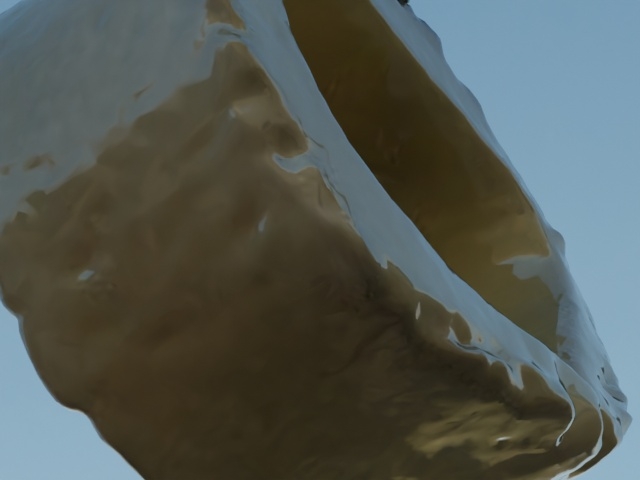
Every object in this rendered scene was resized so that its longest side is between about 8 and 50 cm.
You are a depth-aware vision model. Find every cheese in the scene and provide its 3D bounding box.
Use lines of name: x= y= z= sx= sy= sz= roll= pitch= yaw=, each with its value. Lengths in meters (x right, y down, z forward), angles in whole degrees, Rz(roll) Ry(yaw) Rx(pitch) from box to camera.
cheese: x=-0.002 y=0.003 z=0.764 sx=0.153 sy=0.292 sz=0.332 roll=-35 pitch=-52 yaw=18

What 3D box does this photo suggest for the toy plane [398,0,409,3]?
toy plane: x=0.037 y=-0.132 z=1.004 sx=0.033 sy=0.083 sz=0.080 roll=5 pitch=-78 yaw=11
